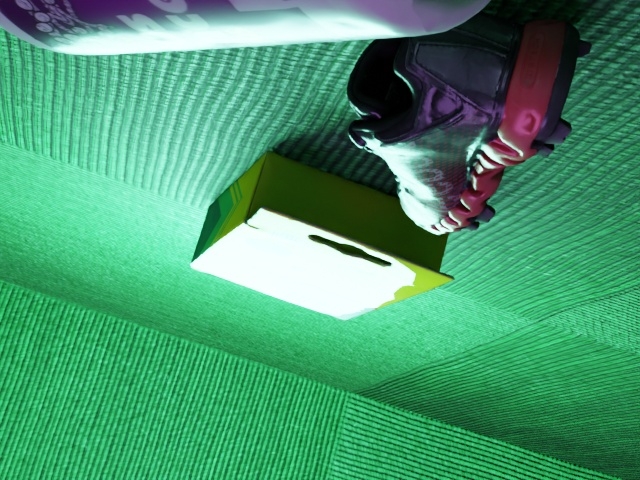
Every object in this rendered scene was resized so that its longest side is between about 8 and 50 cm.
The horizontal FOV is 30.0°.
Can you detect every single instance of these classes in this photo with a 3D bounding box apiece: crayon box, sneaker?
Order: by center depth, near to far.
[{"bbox_3d":[0.080,-0.082,0.823,0.135,0.098,0.276,17,163,-2],"label":"sneaker"},{"bbox_3d":[0.000,0.000,1.229,0.202,0.081,0.318,20,165,-14],"label":"crayon box"}]

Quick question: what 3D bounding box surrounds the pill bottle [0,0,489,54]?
[{"bbox_3d":[-0.071,-0.168,0.536,0.301,0.169,0.169,4,161,38],"label":"pill bottle"}]
